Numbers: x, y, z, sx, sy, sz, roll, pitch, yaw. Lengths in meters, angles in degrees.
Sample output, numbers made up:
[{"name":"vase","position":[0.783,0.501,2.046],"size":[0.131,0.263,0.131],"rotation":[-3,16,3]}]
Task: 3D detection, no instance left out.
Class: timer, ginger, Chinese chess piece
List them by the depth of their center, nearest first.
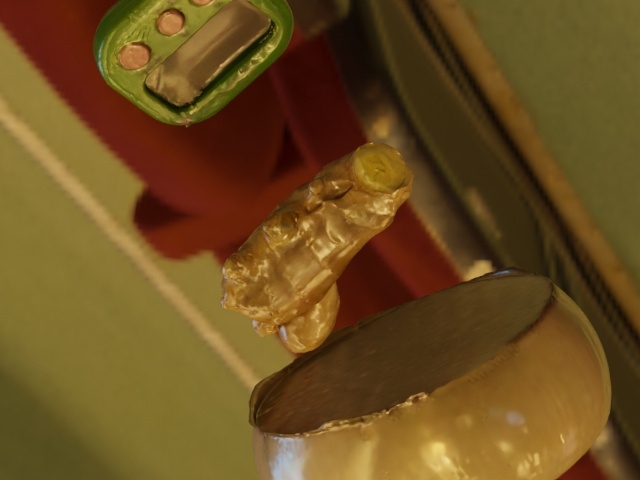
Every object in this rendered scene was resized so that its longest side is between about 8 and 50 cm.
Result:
[{"name":"timer","position":[-0.097,-0.157,1.522],"size":[0.140,0.047,0.128],"rotation":[-41,135,14]},{"name":"ginger","position":[-0.014,0.003,1.580],"size":[0.115,0.081,0.205],"rotation":[21,118,-13]},{"name":"Chinese chess piece","position":[0.099,0.155,1.840],"size":[0.338,0.338,0.140],"rotation":[-17,105,26]}]
